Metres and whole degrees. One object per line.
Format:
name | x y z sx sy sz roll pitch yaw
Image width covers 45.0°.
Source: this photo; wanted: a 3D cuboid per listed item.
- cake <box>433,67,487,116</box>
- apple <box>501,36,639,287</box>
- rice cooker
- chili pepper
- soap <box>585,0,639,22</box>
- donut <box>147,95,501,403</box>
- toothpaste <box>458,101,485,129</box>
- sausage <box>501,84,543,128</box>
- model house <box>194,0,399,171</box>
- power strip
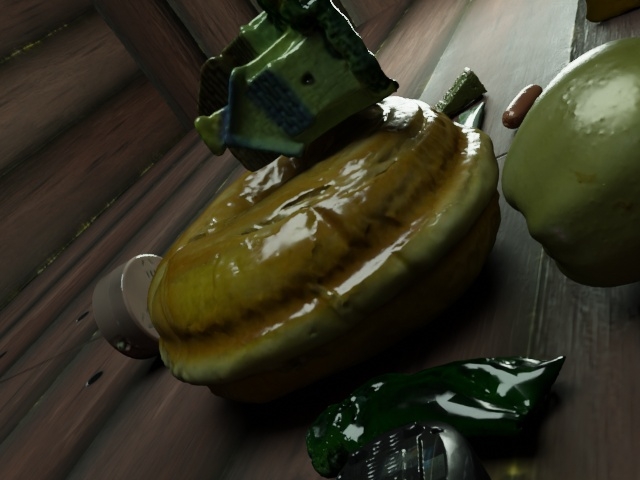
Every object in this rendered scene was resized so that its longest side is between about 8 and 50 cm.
cake | 0.225 -0.227 1.328 0.140 0.055 0.051 -50 16 14
apple | 0.244 -0.062 0.610 0.200 0.200 0.200 -32 18 12
rice cooker | 0.061 0.181 0.464 0.112 0.106 0.165 -29 8 10
chili pepper | 0.085 0.133 0.611 0.224 0.061 0.098 -26 13 33
soap | 0.566 -0.494 1.259 0.324 0.096 0.204 -46 20 -28
donut | 0.000 0.000 0.884 0.449 0.198 0.449 -32 16 10
toothpaste | 0.227 -0.174 1.179 0.048 0.029 0.197 -27 17 24
sausage | 0.288 -0.190 1.100 0.083 0.034 0.034 -47 21 -28
model house | -0.051 -0.173 0.806 0.189 0.195 0.214 -40 13 8
power strip | -0.267 0.103 1.181 0.078 0.154 0.154 -28 19 28
